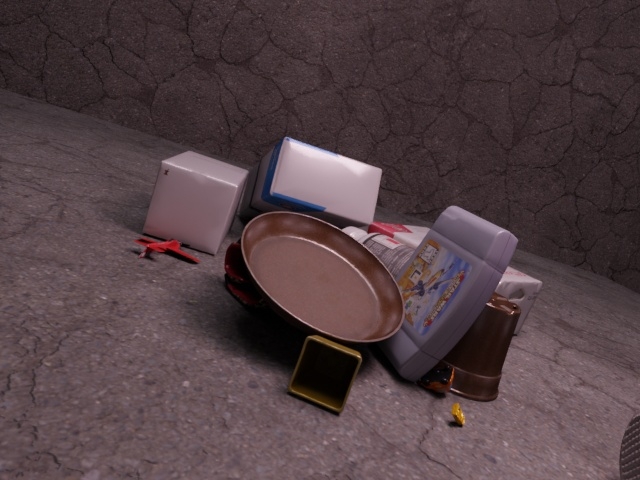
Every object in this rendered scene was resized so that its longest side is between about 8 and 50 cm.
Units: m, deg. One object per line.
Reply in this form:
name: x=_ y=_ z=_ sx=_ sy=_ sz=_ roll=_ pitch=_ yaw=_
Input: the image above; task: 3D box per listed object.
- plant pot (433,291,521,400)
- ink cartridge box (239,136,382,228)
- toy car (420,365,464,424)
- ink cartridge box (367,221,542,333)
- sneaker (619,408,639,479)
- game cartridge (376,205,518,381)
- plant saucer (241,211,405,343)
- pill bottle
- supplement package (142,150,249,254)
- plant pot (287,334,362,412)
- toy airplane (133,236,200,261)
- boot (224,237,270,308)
plant pot: x=0.273 y=0.173 z=0.930 sx=0.167 sy=0.165 sz=0.167 roll=18 pitch=12 yaw=-4
ink cartridge box: x=-0.047 y=-0.134 z=1.478 sx=0.286 sy=0.166 sz=0.395 roll=16 pitch=-10 yaw=-19
toy car: x=0.195 y=0.253 z=0.819 sx=0.040 sy=0.060 sz=0.122 roll=59 pitch=19 yaw=-22
ink cartridge box: x=0.328 y=0.096 z=1.343 sx=0.279 sy=0.160 sz=0.385 roll=5 pitch=18 yaw=-46
sneaker: x=0.461 y=0.335 z=0.609 sx=0.128 sy=0.126 sz=0.321 roll=17 pitch=23 yaw=11
game cartridge: x=0.203 y=0.087 z=0.896 sx=0.062 sy=0.297 sz=0.198 roll=32 pitch=6 yaw=-19
plant saucer: x=0.001 y=0.066 z=0.882 sx=0.311 sy=0.050 sz=0.310 roll=22 pitch=32 yaw=-14
pill bottle: x=0.154 y=0.076 z=1.183 sx=0.279 sy=0.162 sz=0.162 roll=29 pitch=16 yaw=38
supplement package: x=-0.297 y=-0.103 z=1.269 sx=0.178 sy=0.175 sz=0.293 roll=19 pitch=12 yaw=-7
plant pot: x=0.012 y=0.182 z=0.729 sx=0.081 sy=0.081 sz=0.083 roll=21 pitch=1 yaw=9
toy airplane: x=-0.330 y=0.013 z=1.066 sx=0.151 sy=0.028 sz=0.151 roll=16 pitch=12 yaw=-3
boot: x=-0.064 y=0.045 z=1.080 sx=0.285 sy=0.138 sz=0.377 roll=9 pitch=22 yaw=-35
